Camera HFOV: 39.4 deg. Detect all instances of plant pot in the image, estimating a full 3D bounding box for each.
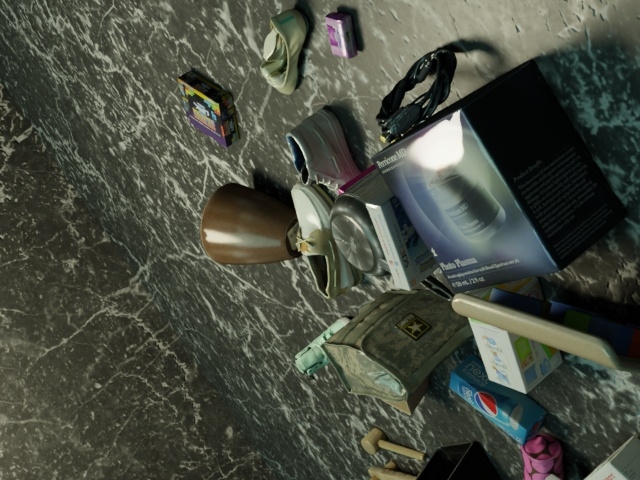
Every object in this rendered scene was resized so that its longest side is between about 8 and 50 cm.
[{"bbox_3d":[0.350,0.633,2.238,0.167,0.187,0.188,42,154,-4],"label":"plant pot"},{"bbox_3d":[-0.146,-0.027,2.262,0.231,0.215,0.215,11,132,36],"label":"plant pot"},{"bbox_3d":[0.206,0.345,2.209,0.109,0.096,0.109,21,139,48],"label":"plant pot"}]

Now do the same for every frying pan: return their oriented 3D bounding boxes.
[{"bbox_3d":[0.122,0.043,1.799,0.326,0.053,0.197,51,155,15],"label":"frying pan"}]

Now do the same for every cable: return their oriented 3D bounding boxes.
[{"bbox_3d":[0.167,-0.254,1.525,0.047,0.150,0.184,33,120,-19],"label":"cable"}]

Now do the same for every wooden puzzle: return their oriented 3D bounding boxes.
[{"bbox_3d":[0.439,0.152,1.471,0.348,0.080,0.322,19,178,-39],"label":"wooden puzzle"}]

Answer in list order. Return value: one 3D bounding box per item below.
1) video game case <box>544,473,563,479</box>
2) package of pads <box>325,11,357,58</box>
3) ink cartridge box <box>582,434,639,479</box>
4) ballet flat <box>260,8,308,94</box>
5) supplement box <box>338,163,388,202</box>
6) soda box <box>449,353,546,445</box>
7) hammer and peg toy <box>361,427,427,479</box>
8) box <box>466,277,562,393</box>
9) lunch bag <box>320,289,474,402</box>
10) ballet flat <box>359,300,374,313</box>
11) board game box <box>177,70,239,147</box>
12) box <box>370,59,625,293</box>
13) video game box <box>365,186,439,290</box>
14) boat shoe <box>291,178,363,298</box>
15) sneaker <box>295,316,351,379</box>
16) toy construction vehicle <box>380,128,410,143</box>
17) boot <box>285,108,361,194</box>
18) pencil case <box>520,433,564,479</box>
[{"bbox_3d":[0.617,0.630,1.779,0.300,0.036,0.329,50,171,-17],"label":"video game case"},{"bbox_3d":[0.040,-0.387,1.688,0.050,0.032,0.083,26,142,42],"label":"package of pads"},{"bbox_3d":[0.624,0.497,1.698,0.219,0.093,0.160,45,153,18],"label":"ink cartridge box"},{"bbox_3d":[-0.087,-0.379,1.853,0.086,0.086,0.248,46,153,17],"label":"ballet flat"},{"bbox_3d":[0.149,-0.040,1.832,0.220,0.114,0.111,41,152,29],"label":"supplement box"},{"bbox_3d":[0.383,0.344,1.942,0.210,0.071,0.067,37,149,31],"label":"soda box"},{"bbox_3d":[0.240,0.727,2.569,0.361,0.127,0.266,60,153,-11],"label":"hammer and peg toy"},{"bbox_3d":[0.368,0.171,1.712,0.103,0.114,0.203,15,134,54],"label":"box"},{"bbox_3d":[0.178,0.225,1.955,0.287,0.235,0.168,-3,120,60],"label":"lunch bag"},{"bbox_3d":[0.137,0.253,2.156,0.068,0.072,0.213,-22,67,28],"label":"ballet flat"},{"bbox_3d":[-0.284,-0.334,2.271,0.170,0.048,0.141,35,147,34],"label":"board game box"},{"bbox_3d":[0.280,-0.091,1.478,0.294,0.183,0.296,58,153,-4],"label":"box"},{"bbox_3d":[0.193,-0.039,1.653,0.048,0.205,0.187,17,136,49],"label":"video game box"},{"bbox_3d":[0.000,0.000,2.132,0.113,0.103,0.302,3,124,58],"label":"boat shoe"},{"bbox_3d":[0.016,0.298,2.407,0.094,0.151,0.256,52,153,8],"label":"sneaker"},{"bbox_3d":[0.156,-0.194,1.721,0.098,0.035,0.086,44,152,20],"label":"toy construction vehicle"},{"bbox_3d":[0.010,-0.144,1.921,0.095,0.123,0.258,8,128,56],"label":"boot"},{"bbox_3d":[0.483,0.511,1.963,0.098,0.095,0.209,-119,14,-51],"label":"pencil case"}]
